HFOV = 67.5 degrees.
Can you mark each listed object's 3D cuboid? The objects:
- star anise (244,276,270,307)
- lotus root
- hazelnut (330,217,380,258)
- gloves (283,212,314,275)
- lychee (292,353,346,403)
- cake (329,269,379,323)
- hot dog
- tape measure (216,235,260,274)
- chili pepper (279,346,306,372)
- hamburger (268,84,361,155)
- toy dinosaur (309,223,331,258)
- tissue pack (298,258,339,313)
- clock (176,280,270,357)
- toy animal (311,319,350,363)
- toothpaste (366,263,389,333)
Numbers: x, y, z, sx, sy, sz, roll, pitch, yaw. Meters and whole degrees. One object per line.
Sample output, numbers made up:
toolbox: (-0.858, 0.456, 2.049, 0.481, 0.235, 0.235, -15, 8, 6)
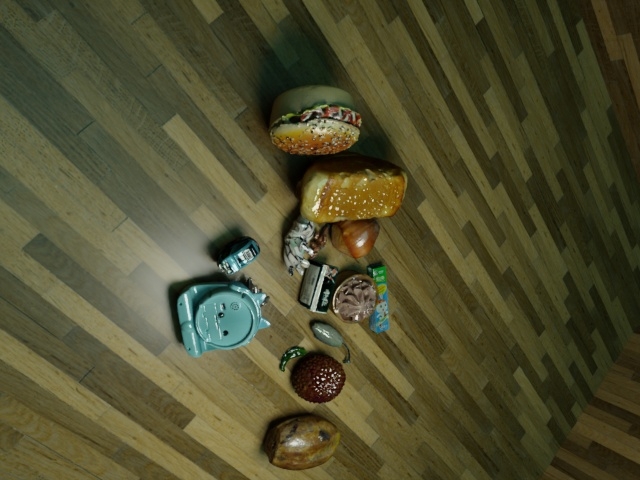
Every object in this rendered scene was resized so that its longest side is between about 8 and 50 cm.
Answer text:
star anise: (-0.255, 0.226, 1.589, 0.182, 0.065, 0.195, -48, 127, -9)
lotus root: (-0.055, 0.718, 1.733, 0.290, 0.193, 0.193, 10, 94, -32)
hazelnut: (0.123, -0.029, 1.712, 0.182, 0.182, 0.182, -6, 102, -30)
gloves: (-0.077, 0.013, 1.630, 0.111, 0.127, 0.212, 29, 80, -22)
lychee: (0.003, 0.504, 1.729, 0.188, 0.188, 0.188, -6, 102, -30)
cake: (0.137, 0.211, 1.757, 0.207, 0.178, 0.185, -20, 108, -29)
hot dog: (0.084, -0.186, 1.625, 0.405, 0.223, 0.185, -6, 123, -31)
tape measure: (-0.263, 0.042, 1.514, 0.146, 0.125, 0.081, -31, 111, -9)
chili pepper: (-0.104, 0.421, 1.733, 0.118, 0.035, 0.055, -36, 98, -25)
hamburger: (-0.020, -0.357, 1.491, 0.300, 0.300, 0.176, -1, 84, -31)
toy dinosaur: (0.000, 0.000, 1.706, 0.154, 0.049, 0.055, -60, 156, -21)
tissue pack: (-0.009, 0.162, 1.701, 0.090, 0.103, 0.170, 16, 91, -36)
clock: (-0.298, 0.237, 1.494, 0.274, 0.094, 0.224, -9, 104, -2)
toy animal: (0.055, 0.379, 1.794, 0.253, 0.079, 0.070, 47, 69, -30)
toothpaste: (0.225, 0.229, 1.883, 0.065, 0.050, 0.267, -10, 104, -26)
